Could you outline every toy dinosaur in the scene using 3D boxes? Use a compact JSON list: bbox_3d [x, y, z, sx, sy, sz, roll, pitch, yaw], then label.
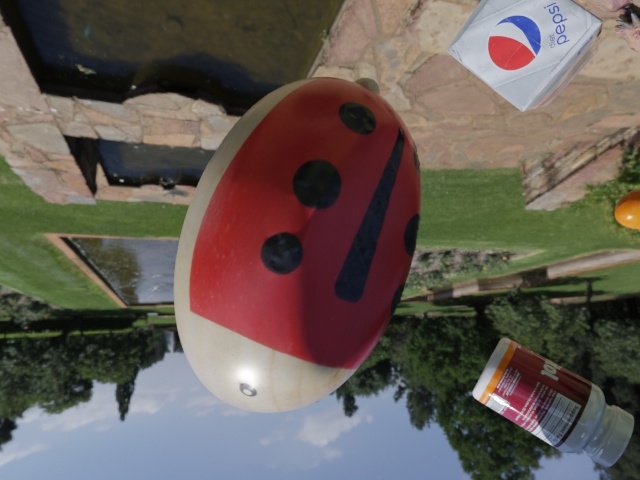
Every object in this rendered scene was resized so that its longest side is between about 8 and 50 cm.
[{"bbox_3d":[0.546,-0.468,0.827,0.296,0.200,0.127,-8,156,-35],"label":"toy dinosaur"}]

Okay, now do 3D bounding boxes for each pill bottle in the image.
[{"bbox_3d":[0.265,0.186,0.517,0.152,0.086,0.086,28,180,24],"label":"pill bottle"}]

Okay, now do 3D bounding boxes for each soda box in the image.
[{"bbox_3d":[0.241,-0.213,0.501,0.091,0.098,0.286,-53,167,32],"label":"soda box"}]

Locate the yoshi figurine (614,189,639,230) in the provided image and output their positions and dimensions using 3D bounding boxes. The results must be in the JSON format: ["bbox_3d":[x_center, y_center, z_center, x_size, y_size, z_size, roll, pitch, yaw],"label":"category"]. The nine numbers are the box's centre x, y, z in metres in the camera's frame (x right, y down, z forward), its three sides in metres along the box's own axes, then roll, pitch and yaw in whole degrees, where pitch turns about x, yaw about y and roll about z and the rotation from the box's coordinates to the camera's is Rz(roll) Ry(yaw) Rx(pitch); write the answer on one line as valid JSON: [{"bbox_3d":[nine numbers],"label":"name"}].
[{"bbox_3d":[0.510,0.029,0.537,0.203,0.362,0.203,-4,132,6],"label":"yoshi figurine"}]

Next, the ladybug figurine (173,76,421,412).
[{"bbox_3d":[0.000,0.000,0.544,0.305,0.449,0.162,20,174,-35],"label":"ladybug figurine"}]
